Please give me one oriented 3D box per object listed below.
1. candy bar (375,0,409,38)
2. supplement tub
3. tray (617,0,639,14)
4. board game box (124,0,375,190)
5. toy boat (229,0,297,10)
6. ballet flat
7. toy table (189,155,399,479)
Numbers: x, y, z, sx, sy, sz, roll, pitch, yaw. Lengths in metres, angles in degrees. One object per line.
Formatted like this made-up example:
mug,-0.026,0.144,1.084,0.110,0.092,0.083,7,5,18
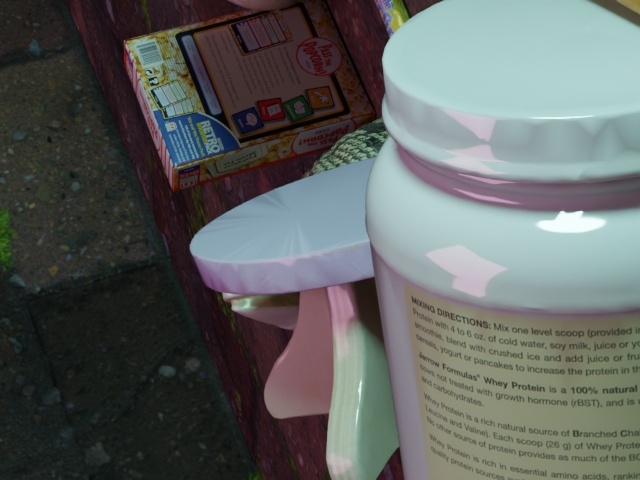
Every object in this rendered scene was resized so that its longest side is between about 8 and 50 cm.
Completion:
candy bar,0.058,-0.187,1.510,0.040,0.018,0.161,109,142,-67
supplement tub,0.149,0.043,0.952,0.235,0.235,0.325,-130,28,-59
tray,0.202,-0.168,0.763,0.411,0.076,0.203,-135,35,-54
board game box,-0.066,-0.139,1.684,0.045,0.193,0.146,99,152,-61
toy boat,-0.093,-0.368,1.696,0.318,0.148,0.267,42,152,52
ballet flat,0.000,0.000,1.605,0.483,0.182,0.164,128,124,-74
toy table,0.052,0.041,1.283,0.274,0.252,0.161,-4,115,43
